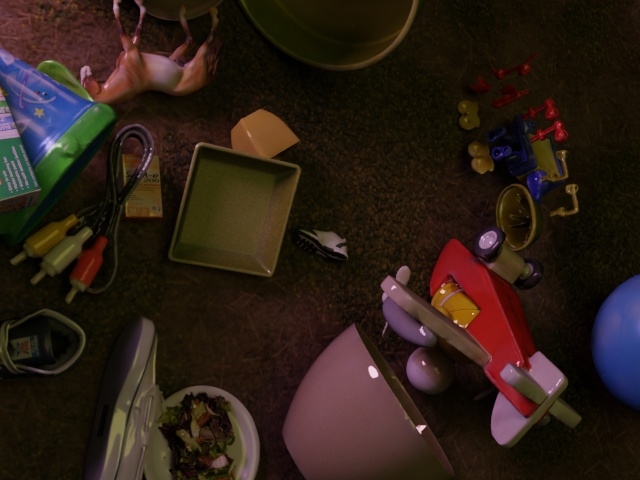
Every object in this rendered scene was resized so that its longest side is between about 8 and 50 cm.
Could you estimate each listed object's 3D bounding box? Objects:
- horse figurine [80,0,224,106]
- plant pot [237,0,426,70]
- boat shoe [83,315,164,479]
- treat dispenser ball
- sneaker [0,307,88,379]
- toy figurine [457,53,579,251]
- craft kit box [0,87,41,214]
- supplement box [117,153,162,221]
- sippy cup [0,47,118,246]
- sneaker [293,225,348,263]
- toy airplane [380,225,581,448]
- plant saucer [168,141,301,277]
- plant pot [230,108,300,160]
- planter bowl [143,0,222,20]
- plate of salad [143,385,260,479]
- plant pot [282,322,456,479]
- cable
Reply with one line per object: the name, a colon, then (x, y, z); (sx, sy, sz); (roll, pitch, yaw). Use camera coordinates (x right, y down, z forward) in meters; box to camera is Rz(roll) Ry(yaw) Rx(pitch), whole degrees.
horse figurine: (-0.248, -0.287, 1.648); (0.263, 0.066, 0.175); (-2, 103, -41)
plant pot: (0.080, -0.527, 1.782); (0.366, 0.366, 0.353); (55, 46, -12)
boat shoe: (-0.272, 0.241, 1.530); (0.084, 0.095, 0.258); (20, 80, -32)
treat dispenser ball: (0.665, 0.199, 2.016); (0.288, 0.288, 0.288); (7, 76, -32)
sneaker: (-0.445, 0.151, 1.389); (0.282, 0.153, 0.099); (-9, 85, -33)
toy figurine: (0.423, -0.144, 1.990); (0.217, 0.191, 0.363); (18, 51, -47)
craft kit box: (-0.492, -0.127, 1.249); (0.246, 0.061, 0.250); (-20, 78, -23)
supplement box: (-0.279, -0.080, 1.615); (0.062, 0.036, 0.099); (0, 80, -33)
sippy cup: (-0.433, -0.149, 1.431); (0.224, 0.305, 0.240); (40, 90, -8)
sneaker: (0.000, 0.000, 1.784); (0.109, 0.040, 0.044); (28, 50, -29)
toy airplane: (0.266, 0.193, 1.773); (0.386, 0.272, 0.384); (57, 24, 5)
plant saucer: (-0.141, -0.049, 1.664); (0.188, 0.045, 0.188); (11, 98, -31)
plant pot: (-0.100, -0.164, 1.726); (0.081, 0.081, 0.083); (-35, 88, -33)
planter bowl: (-0.228, -0.445, 1.667); (0.162, 0.162, 0.109); (7, 50, -32)
plate of salad: (-0.174, 0.319, 1.594); (0.199, 0.048, 0.200); (7, 76, -31)
plant pot: (0.054, 0.298, 1.640); (0.191, 0.284, 0.284); (-34, 101, 2)
cable: (-0.312, -0.036, 1.537); (0.139, 0.072, 0.287); (37, 76, -8)
